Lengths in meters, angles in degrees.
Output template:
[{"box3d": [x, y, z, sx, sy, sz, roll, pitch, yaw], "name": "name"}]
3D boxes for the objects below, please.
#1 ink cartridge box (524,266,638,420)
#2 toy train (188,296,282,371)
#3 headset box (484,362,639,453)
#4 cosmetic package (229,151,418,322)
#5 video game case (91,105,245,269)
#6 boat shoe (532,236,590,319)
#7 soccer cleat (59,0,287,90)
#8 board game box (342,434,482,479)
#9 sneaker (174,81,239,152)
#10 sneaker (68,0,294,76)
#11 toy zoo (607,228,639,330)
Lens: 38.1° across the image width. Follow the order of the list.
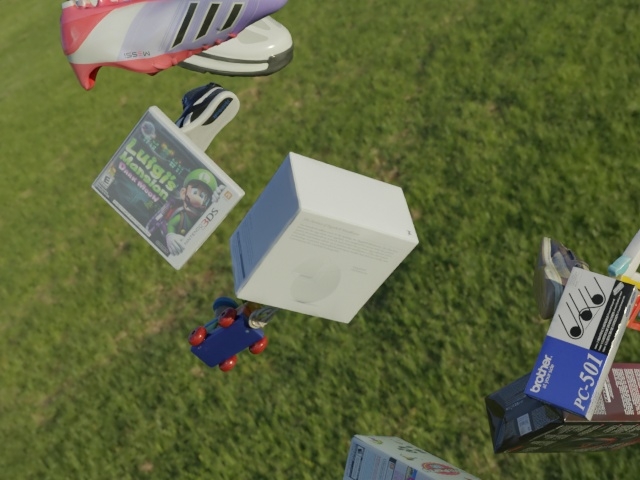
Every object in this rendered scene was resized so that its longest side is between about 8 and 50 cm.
[{"box3d": [0.386, 0.151, 1.371, 0.097, 0.046, 0.207, 18, 79, 30], "name": "ink cartridge box"}, {"box3d": [-0.136, 0.138, 1.791, 0.248, 0.105, 0.143, -33, 25, 31], "name": "toy train"}, {"box3d": [0.474, 0.298, 1.632, 0.293, 0.110, 0.218, 5, -27, -22], "name": "headset box"}, {"box3d": [0.000, 0.000, 1.538, 0.225, 0.224, 0.138, -51, 36, 37], "name": "cosmetic package"}, {"box3d": [-0.233, -0.077, 1.399, 0.173, 0.190, 0.022, -47, -2, 25], "name": "video game case"}, {"box3d": [0.418, 0.067, 1.594, 0.092, 0.103, 0.285, 6, 15, 9], "name": "boat shoe"}, {"box3d": [-0.144, -0.213, 0.933, 0.247, 0.095, 0.083, -6, 19, 13], "name": "soccer cleat"}, {"box3d": [0.146, 0.446, 1.400, 0.097, 0.224, 0.303, 11, 2, -33], "name": "board game box"}, {"box3d": [-0.271, -0.235, 1.902, 0.217, 0.079, 0.121, -43, 41, -9], "name": "sneaker"}, {"box3d": [-0.231, -0.446, 1.479, 0.447, 0.258, 0.169, 26, 41, 11], "name": "sneaker"}, {"box3d": [0.662, 0.088, 1.884, 0.030, 0.293, 0.192, 36, 104, 47], "name": "toy zoo"}]
